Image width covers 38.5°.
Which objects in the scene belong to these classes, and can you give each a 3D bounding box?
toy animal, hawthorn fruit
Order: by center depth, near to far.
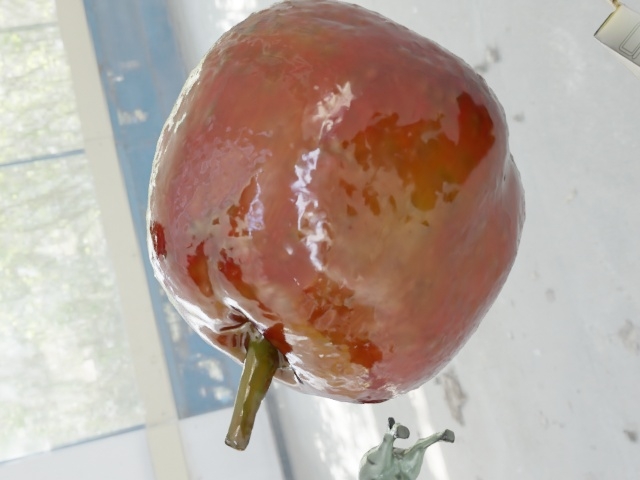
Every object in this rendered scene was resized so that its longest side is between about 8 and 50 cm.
[{"bbox_3d":[0.000,0.000,0.674,0.287,0.287,0.330,119,175,-65],"label":"hawthorn fruit"},{"bbox_3d":[0.093,0.339,1.111,0.170,0.090,0.255,-33,41,61],"label":"toy animal"}]

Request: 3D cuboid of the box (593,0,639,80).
[{"bbox_3d":[0.268,-0.070,0.569,0.033,0.129,0.247,-52,39,14],"label":"box"}]
